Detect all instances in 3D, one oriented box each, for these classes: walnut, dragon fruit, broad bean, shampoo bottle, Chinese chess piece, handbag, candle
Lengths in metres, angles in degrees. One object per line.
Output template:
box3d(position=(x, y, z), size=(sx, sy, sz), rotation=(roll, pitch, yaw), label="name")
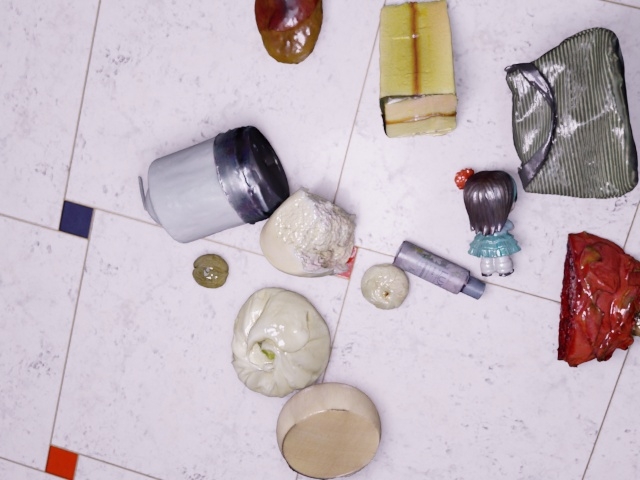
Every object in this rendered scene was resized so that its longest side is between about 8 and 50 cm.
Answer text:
box3d(position=(-0.265, 0.073, 1.687), size=(0.092, 0.092, 0.092), rotation=(1, 99, 8), label="walnut")
box3d(position=(0.641, 0.146, 1.525), size=(0.205, 0.152, 0.316), rotation=(1, 99, 7), label="dragon fruit")
box3d(position=(-0.071, -0.507, 1.541), size=(0.156, 0.122, 0.228), rotation=(4, 96, 6), label="broad bean")
box3d(position=(0.274, 0.072, 1.609), size=(0.214, 0.072, 0.072), rotation=(25, 102, 3), label="shampoo bottle")
box3d(position=(0.020, 0.450, 1.647), size=(0.250, 0.103, 0.249), rotation=(-3, 123, -5), label="Chinese chess piece")
box3d(position=(0.516, -0.250, 1.444), size=(0.240, 0.247, 0.340), rotation=(-8, 100, 21), label="handbag")
box3d(position=(-0.260, -0.113, 1.586), size=(0.343, 0.221, 0.221), rotation=(-19, 96, 14), label="candle")

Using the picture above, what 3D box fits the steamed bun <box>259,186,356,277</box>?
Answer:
box3d(position=(0.000, 0.000, 1.562), size=(0.200, 0.225, 0.170), rotation=(-47, 62, 25), label="steamed bun")

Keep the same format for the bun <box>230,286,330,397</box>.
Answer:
box3d(position=(-0.099, 0.249, 1.650), size=(0.259, 0.160, 0.259), rotation=(1, 98, 6), label="bun")

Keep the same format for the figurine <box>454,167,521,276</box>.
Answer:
box3d(position=(0.374, -0.040, 1.561), size=(0.138, 0.110, 0.245), rotation=(-1, 106, 27), label="figurine")

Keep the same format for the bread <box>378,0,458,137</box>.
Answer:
box3d(position=(0.218, -0.378, 1.560), size=(0.168, 0.163, 0.264), rotation=(-2, 68, 10), label="bread")

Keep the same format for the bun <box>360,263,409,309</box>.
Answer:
box3d(position=(0.150, 0.109, 1.634), size=(0.115, 0.069, 0.115), rotation=(1, 98, 9), label="bun")
